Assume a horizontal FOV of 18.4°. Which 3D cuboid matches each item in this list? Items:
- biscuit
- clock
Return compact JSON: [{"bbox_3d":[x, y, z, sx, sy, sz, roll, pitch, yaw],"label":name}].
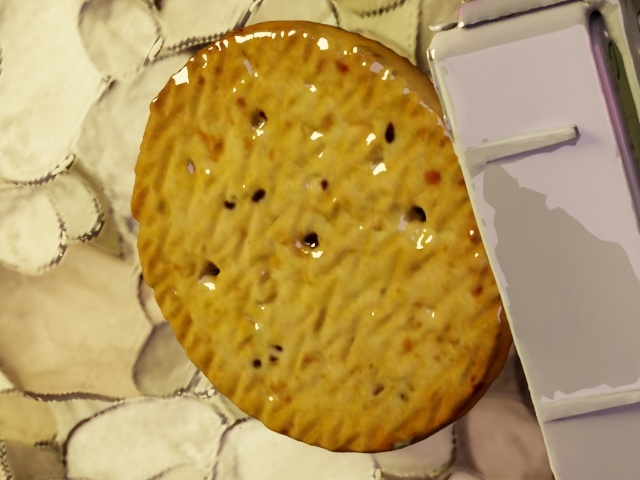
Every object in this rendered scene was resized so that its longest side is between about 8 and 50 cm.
[{"bbox_3d":[0.001,-0.001,0.817,0.188,0.027,0.188,13,115,31],"label":"biscuit"},{"bbox_3d":[0.110,-0.010,0.748,0.073,0.144,0.193,-13,102,18],"label":"clock"}]
